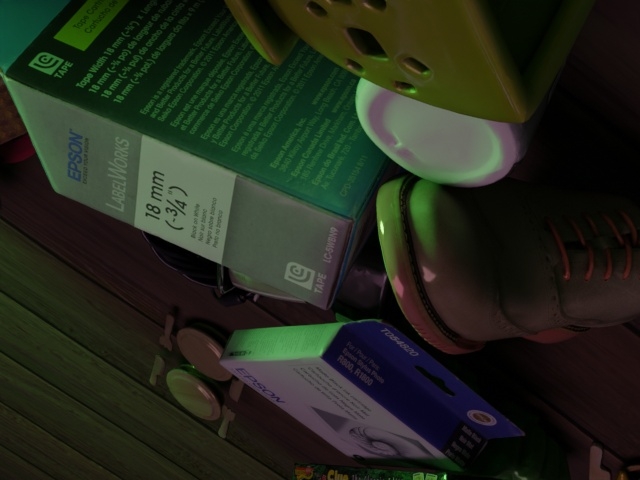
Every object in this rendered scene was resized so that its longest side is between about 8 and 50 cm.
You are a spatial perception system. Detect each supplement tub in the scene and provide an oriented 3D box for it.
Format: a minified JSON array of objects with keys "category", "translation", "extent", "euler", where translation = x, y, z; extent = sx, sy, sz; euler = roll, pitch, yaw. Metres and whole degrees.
[{"category":"supplement tub","translation":[0.109,-0.139,0.913],"extent":[0.117,0.190,0.117],"euler":[19,149,12]}]

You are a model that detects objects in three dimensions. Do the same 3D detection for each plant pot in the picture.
[{"category":"plant pot","translation":[0.035,-0.225,0.763],"extent":[0.207,0.227,0.228],"euler":[11,148,34]}]

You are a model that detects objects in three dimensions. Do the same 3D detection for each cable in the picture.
[{"category":"cable","translation":[-0.109,0.009,1.462],"extent":[0.150,0.047,0.184],"euler":[2,141,37]}]

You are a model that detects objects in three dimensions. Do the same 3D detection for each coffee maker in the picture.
[{"category":"coffee maker","translation":[0.000,0.000,1.288],"extent":[0.178,0.120,0.171],"euler":[17,148,17]}]

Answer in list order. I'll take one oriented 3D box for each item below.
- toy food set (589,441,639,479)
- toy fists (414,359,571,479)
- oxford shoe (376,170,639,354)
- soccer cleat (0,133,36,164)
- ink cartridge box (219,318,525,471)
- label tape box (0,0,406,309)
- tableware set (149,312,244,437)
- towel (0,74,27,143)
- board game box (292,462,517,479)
[{"category":"toy food set","translation":[0.379,0.287,1.503],"extent":[0.192,0.039,0.132],"euler":[14,147,22]},{"category":"toy fists","translation":[0.152,0.203,1.508],"extent":[0.279,0.096,0.142],"euler":[36,157,-17]},{"category":"oxford shoe","translation":[0.169,0.002,1.032],"extent":[0.146,0.141,0.397],"euler":[-15,171,28]},{"category":"soccer cleat","translation":[-0.357,-0.201,1.303],"extent":[0.143,0.116,0.331],"euler":[50,175,33]},{"category":"ink cartridge box","translation":[0.048,0.155,1.345],"extent":[0.223,0.045,0.224],"euler":[39,151,-29]},{"category":"label tape box","translation":[-0.090,-0.122,1.038],"extent":[0.333,0.241,0.106],"euler":[23,139,9]},{"category":"tableware set","translation":[-0.143,0.161,1.736],"extent":[0.128,0.039,0.194],"euler":[36,146,10]},{"category":"towel","translation":[-0.342,-0.207,1.075],"extent":[0.271,0.040,0.370],"euler":[-22,135,4]},{"category":"board game box","translation":[0.098,0.256,1.456],"extent":[0.136,0.030,0.259],"euler":[15,167,-34]}]
